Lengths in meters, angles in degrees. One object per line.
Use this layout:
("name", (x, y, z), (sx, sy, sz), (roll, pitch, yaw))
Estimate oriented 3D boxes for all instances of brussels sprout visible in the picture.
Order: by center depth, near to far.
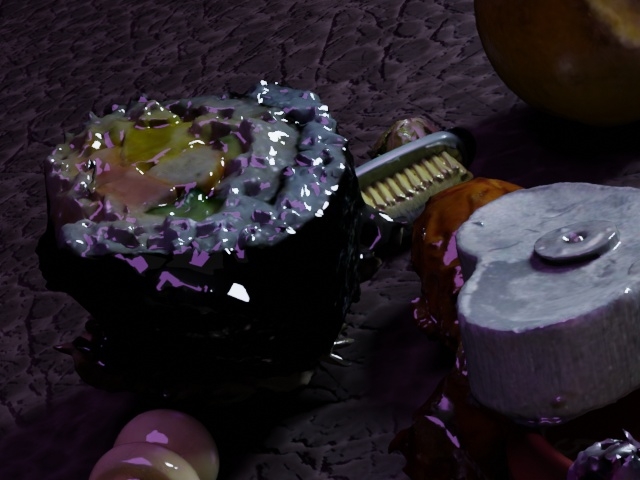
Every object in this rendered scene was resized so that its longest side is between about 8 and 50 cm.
("brussels sprout", (0.076, -0.075, 1.298), (0.085, 0.058, 0.085), (-21, 10, 4))

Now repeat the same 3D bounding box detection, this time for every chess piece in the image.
("chess piece", (-0.110, 0.168, 0.943), (0.094, 0.094, 0.170), (-10, 20, 18))

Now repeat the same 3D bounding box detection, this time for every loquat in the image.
("loquat", (0.231, -0.195, 1.252), (0.213, 0.213, 0.213), (-15, 27, 8))

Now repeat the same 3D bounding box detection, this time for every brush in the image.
("brush", (0.000, 0.000, 1.213), (0.296, 0.068, 0.060), (-25, 49, -3))

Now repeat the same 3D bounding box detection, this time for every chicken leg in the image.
("chicken leg", (0.107, 0.054, 1.011), (0.113, 0.093, 0.304), (0, 35, 9))

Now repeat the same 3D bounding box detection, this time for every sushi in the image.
("sushi", (-0.074, 0.024, 1.060), (0.238, 0.219, 0.225), (16, 46, 12))

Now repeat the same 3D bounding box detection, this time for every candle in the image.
("candle", (0.159, 0.026, 0.882), (0.168, 0.068, 0.192), (-13, 24, 9))

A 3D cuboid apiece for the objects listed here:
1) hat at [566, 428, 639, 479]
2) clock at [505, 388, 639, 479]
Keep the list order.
("hat", (0.152, 0.175, 0.601), (0.140, 0.227, 0.129), (4, 34, 48))
("clock", (0.256, 0.091, 0.840), (0.318, 0.080, 0.318), (-15, 20, 5))
